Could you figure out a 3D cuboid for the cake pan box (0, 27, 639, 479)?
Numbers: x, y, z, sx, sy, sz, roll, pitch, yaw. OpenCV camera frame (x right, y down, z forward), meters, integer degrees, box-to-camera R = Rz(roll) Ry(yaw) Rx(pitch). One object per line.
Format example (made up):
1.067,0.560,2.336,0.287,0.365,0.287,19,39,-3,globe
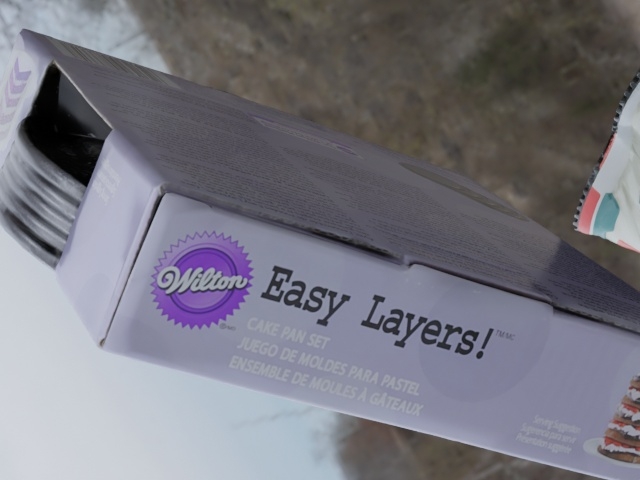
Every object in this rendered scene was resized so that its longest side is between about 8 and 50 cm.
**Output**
0.000,0.000,0.644,0.266,0.070,0.246,17,-169,-28,cake pan box

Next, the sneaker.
0.184,-0.047,0.780,0.075,0.057,0.161,26,144,10,sneaker
